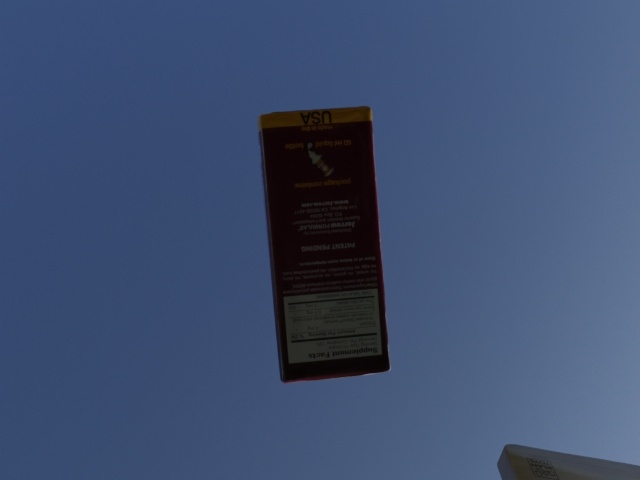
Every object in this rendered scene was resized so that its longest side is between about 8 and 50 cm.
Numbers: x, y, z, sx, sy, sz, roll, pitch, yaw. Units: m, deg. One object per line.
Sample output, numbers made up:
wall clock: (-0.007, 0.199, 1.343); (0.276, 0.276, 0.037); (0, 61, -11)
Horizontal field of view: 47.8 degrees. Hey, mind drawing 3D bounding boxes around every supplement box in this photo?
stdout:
supplement box: (0.000, 0.000, 0.544); (0.081, 0.104, 0.188); (-5, -84, -4)

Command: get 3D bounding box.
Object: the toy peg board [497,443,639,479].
toy peg board: (0.172, 0.193, 0.351); (0.161, 0.160, 0.079); (12, -68, -7)
